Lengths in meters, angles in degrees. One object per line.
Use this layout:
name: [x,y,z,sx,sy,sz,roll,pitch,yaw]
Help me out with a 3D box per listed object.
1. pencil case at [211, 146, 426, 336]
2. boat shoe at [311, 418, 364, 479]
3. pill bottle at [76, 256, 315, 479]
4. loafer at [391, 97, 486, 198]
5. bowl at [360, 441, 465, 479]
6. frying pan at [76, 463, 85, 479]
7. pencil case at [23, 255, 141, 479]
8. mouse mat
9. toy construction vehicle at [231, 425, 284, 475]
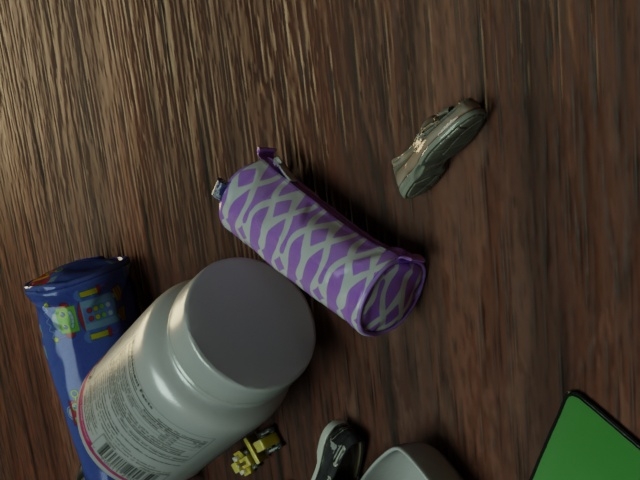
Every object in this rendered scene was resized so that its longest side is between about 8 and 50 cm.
pencil case: [0.000,0.000,1.284,0.206,0.086,0.088,37,108,31]
boat shoe: [0.019,0.234,1.418,0.038,0.046,0.125,36,126,41]
pill bottle: [-0.125,0.134,1.442,0.160,0.160,0.283,59,143,9]
loafer: [0.088,-0.080,1.160,0.039,0.045,0.125,61,147,18]
bowl: [0.100,0.256,1.319,0.142,0.053,0.142,52,141,18]
frying pan: [-0.229,0.406,1.822,0.197,0.053,0.326,-15,94,54]
pencil case: [-0.237,0.165,1.637,0.119,0.133,0.306,-11,105,11]
mouse mat: [0.231,0.228,1.180,0.152,0.007,0.189,42,138,29]
toy construction vehicle: [-0.065,0.249,1.535,0.098,0.035,0.086,-32,83,53]
